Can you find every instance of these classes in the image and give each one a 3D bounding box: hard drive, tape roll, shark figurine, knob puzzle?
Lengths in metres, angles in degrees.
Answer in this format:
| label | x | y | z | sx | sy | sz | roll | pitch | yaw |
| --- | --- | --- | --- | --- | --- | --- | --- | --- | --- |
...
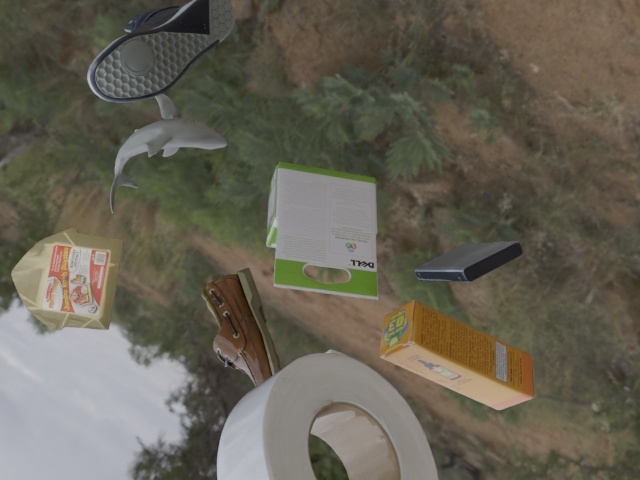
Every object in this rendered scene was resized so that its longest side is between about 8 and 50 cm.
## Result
| label | x | y | z | sx | sy | sz | roll | pitch | yaw |
| --- | --- | --- | --- | --- | --- | --- | --- | --- | --- |
| hard drive | 0.201 | 0.030 | 1.057 | 0.022 | 0.094 | 0.135 | 67 | 160 | -6 |
| tape roll | 0.015 | 0.286 | 0.955 | 0.286 | 0.286 | 0.100 | 39 | 129 | -14 |
| shark figurine | -0.350 | -0.180 | 1.554 | 0.166 | 0.278 | 0.116 | 54 | -162 | -34 |
| knob puzzle | -0.475 | 0.073 | 1.432 | 0.213 | 0.213 | 0.030 | 35 | 172 | 3 |

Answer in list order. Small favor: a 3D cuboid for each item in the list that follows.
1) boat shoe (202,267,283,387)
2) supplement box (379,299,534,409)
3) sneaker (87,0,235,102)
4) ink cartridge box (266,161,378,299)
| label | x | y | z | sx | sy | sz | roll | pitch | yaw |
| --- | --- | --- | --- | --- | --- | --- | --- | --- | --- |
| boat shoe | -0.134 | 0.190 | 1.359 | 0.111 | 0.104 | 0.307 | 80 | 170 | -47 |
| supplement box | 0.201 | 0.169 | 1.115 | 0.233 | 0.080 | 0.078 | 25 | 143 | -24 |
| sneaker | -0.239 | -0.249 | 1.029 | 0.163 | 0.226 | 0.086 | 7 | 129 | 49 |
| ink cartridge box | 0.000 | 0.000 | 1.364 | 0.188 | 0.255 | 0.097 | 8 | 148 | -12 |
